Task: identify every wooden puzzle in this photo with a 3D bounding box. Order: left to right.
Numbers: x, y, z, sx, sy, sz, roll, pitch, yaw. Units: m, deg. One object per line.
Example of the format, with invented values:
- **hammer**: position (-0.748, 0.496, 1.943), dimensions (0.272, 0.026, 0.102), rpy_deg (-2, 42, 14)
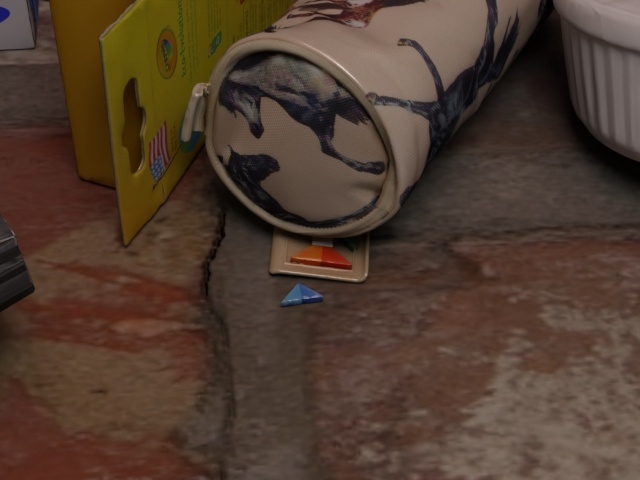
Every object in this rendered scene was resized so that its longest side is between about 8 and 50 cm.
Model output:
- **wooden puzzle**: position (0.000, 0.000, 0.871), dimensions (0.079, 0.014, 0.116), rpy_deg (-1, 48, -4)

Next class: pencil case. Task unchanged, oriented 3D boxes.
- **pencil case**: position (0.064, -0.174, 0.928), dimensions (0.184, 0.160, 0.410), rpy_deg (20, 46, 20)

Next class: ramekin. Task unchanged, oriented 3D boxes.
- **ramekin**: position (0.316, -0.152, 0.915), dimensions (0.273, 0.127, 0.273), rpy_deg (-4, 30, 2)

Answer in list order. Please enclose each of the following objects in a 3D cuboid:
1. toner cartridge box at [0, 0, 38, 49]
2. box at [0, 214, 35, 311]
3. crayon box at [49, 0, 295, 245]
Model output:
- **toner cartridge box**: position (-0.420, -0.236, 0.964), dimensions (0.348, 0.165, 0.075), rpy_deg (-4, 49, -6)
- **box**: position (-0.360, -0.031, 0.720), dimensions (0.242, 0.076, 0.307), rpy_deg (-31, 65, -19)
- **crayon box**: position (-0.113, -0.177, 0.901), dimensions (0.081, 0.202, 0.318), rpy_deg (17, 48, 13)
